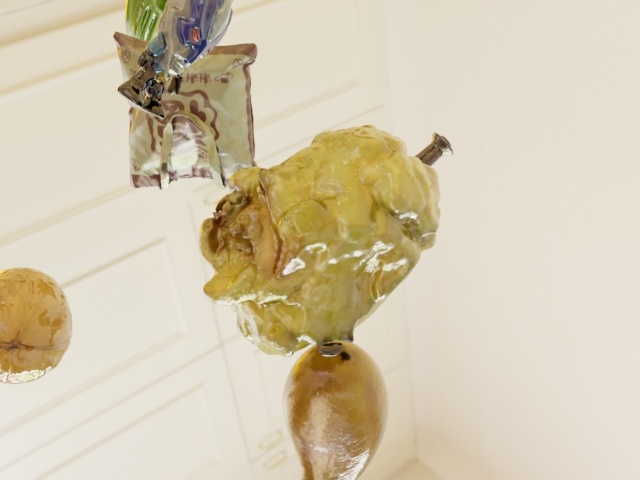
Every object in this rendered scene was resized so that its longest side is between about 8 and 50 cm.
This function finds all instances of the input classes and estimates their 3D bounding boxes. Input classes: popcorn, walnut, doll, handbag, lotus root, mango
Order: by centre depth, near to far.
[{"bbox_3d":[-0.139,-0.221,0.861,0.070,0.195,0.096,32,-1,20],"label":"doll"},{"bbox_3d":[0.000,0.000,0.925,0.215,0.252,0.286,41,-79,25],"label":"popcorn"},{"bbox_3d":[0.019,0.224,1.043,0.099,0.136,0.228,-113,-158,-62],"label":"mango"},{"bbox_3d":[-0.383,0.105,1.051,0.144,0.144,0.180,67,-17,-9],"label":"walnut"},{"bbox_3d":[-0.193,-0.185,1.222,0.127,0.213,0.235,-77,169,-63],"label":"handbag"},{"bbox_3d":[-0.280,-0.378,1.474,0.186,0.186,0.186,39,-36,36],"label":"lotus root"}]

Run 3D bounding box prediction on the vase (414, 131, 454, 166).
[{"bbox_3d":[0.178,-0.135,1.615,0.120,0.183,0.120,48,-1,1],"label":"vase"}]
